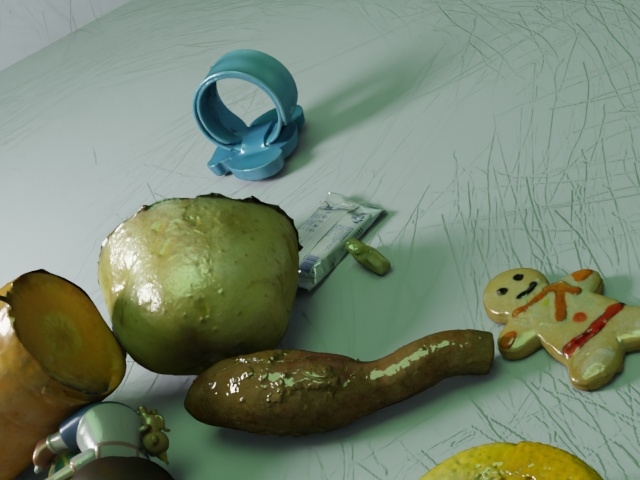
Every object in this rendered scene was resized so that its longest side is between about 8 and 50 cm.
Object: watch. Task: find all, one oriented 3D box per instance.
[{"bbox_3d":[-0.134,-0.224,1.768,0.211,0.193,0.211,-18,31,11],"label":"watch"}]

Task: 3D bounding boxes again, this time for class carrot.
[{"bbox_3d":[-0.424,0.193,1.300,0.340,0.224,0.224,-37,26,23],"label":"carrot"}]

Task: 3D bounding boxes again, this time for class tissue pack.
[{"bbox_3d":[0.000,0.000,1.499,0.122,0.026,0.193,12,48,45],"label":"tissue pack"}]

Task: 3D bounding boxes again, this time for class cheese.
[{"bbox_3d":[0.062,0.020,1.408,0.030,0.044,0.083,-48,36,-4],"label":"cheese"}]

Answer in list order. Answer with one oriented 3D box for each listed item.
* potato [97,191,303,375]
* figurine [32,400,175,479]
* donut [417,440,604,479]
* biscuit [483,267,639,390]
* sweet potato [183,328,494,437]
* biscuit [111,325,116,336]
[{"bbox_3d":[-0.153,0.077,1.334,0.285,0.242,0.242,-5,31,-6],"label":"potato"},{"bbox_3d":[-0.226,0.300,1.121,0.161,0.158,0.275,9,20,-24],"label":"figurine"},{"bbox_3d":[0.189,0.254,0.931,0.259,0.101,0.152,1,35,44],"label":"donut"},{"bbox_3d":[0.273,0.087,1.166,0.153,0.030,0.234,-34,32,-14],"label":"biscuit"},{"bbox_3d":[0.012,0.168,1.177,0.385,0.109,0.109,-10,35,16],"label":"sweet potato"},{"bbox_3d":[-0.225,0.044,1.545,0.235,0.063,0.151,-32,21,24],"label":"biscuit"}]
